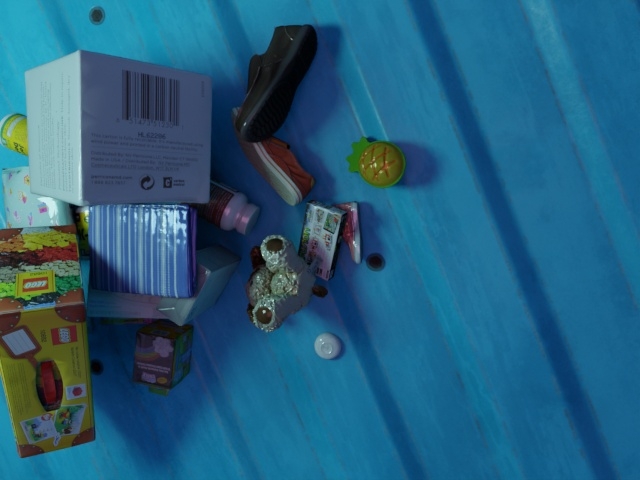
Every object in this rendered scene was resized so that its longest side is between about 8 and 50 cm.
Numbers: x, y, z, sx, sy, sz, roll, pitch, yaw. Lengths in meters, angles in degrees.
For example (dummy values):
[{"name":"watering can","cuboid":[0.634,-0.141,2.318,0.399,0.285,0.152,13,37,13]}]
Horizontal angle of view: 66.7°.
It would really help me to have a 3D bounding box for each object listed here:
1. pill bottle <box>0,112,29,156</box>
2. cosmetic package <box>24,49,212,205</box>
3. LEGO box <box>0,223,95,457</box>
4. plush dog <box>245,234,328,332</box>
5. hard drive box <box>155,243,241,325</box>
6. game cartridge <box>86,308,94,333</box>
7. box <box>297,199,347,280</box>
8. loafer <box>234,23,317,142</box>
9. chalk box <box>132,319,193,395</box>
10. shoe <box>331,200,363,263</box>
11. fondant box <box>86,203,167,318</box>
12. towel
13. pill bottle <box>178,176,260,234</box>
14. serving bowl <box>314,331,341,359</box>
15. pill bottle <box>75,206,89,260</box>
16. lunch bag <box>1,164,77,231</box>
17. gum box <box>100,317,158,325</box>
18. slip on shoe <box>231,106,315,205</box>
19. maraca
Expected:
[{"name":"pill bottle","cuboid":[-0.859,-0.304,1.492,0.209,0.117,0.117,21,101,7]},{"name":"cosmetic package","cuboid":[-0.520,-0.266,1.249,0.394,0.330,0.327,11,102,45]},{"name":"LEGO box","cuboid":[-0.742,0.262,1.326,0.193,0.372,0.499,-5,125,-27]},{"name":"plush dog","cuboid":[-0.125,0.128,1.385,0.226,0.211,0.262,-4,76,45]},{"name":"hard drive box","cuboid":[-0.341,0.120,1.390,0.089,0.232,0.181,32,101,6]},{"name":"game cartridge","cuboid":[-0.776,0.268,1.603,0.056,0.017,0.083,-6,96,8]},{"name":"box","cuboid":[0.000,0.000,1.371,0.114,0.036,0.206,22,116,22]},{"name":"loafer","cuboid":[-0.136,-0.426,1.312,0.130,0.134,0.365,22,74,19]},{"name":"chalk box","cuboid":[-0.486,0.370,1.504,0.133,0.132,0.212,10,100,8]},{"name":"shoe","cuboid":[0.074,-0.020,1.383,0.081,0.063,0.177,-5,91,13]},{"name":"fondant box","cuboid":[-0.542,0.057,1.429,0.239,0.096,0.330,4,91,-17]},{"name":"towel","cuboid":[-0.474,0.023,1.292,0.336,0.040,0.243,2,94,20]},{"name":"pill bottle","cuboid":[-0.290,-0.103,1.408,0.216,0.121,0.121,27,101,7]},{"name":"serving bowl","cuboid":[0.020,0.318,1.452,0.084,0.027,0.083,1,97,11]},{"name":"pill bottle","cuboid":[-0.681,-0.049,1.491,0.119,0.119,0.208,-5,96,11]},{"name":"lunch bag","cuboid":[-0.827,-0.116,1.459,0.262,0.160,0.223,3,98,37]},{"name":"gum box","cuboid":[-0.610,0.206,1.539,0.189,0.062,0.107,-5,96,11]},{"name":"slip on shoe","cuboid":[-0.139,-0.248,1.379,0.101,0.123,0.331,-38,82,-21]},{"name":"maraca","cuboid":[0.150,-0.214,1.328,0.186,0.099,0.127,29,100,32]}]
